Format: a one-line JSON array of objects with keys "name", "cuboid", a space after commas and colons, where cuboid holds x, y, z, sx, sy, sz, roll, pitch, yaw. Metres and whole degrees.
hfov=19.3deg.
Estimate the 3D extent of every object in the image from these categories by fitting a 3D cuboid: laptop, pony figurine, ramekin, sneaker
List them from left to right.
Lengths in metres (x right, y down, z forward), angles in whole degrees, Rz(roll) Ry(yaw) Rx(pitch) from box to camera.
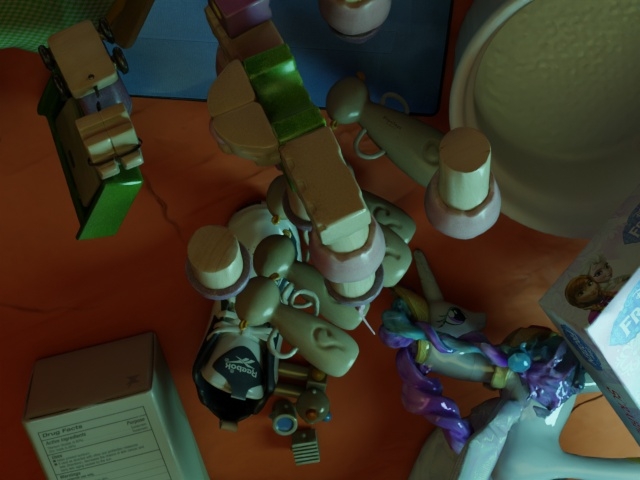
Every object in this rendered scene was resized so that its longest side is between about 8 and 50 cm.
[{"name": "sneaker", "cuboid": [-0.074, 0.089, 1.906, 0.094, 0.153, 0.235, 16, 117, -11]}, {"name": "laptop", "cuboid": [-0.050, -0.268, 1.674, 0.382, 0.408, 0.236, 3, 85, -4]}, {"name": "pony figurine", "cuboid": [0.204, 0.211, 1.946, 0.363, 0.303, 0.351, 13, 85, -5]}, {"name": "ramekin", "cuboid": [0.255, -0.153, 1.795, 0.277, 0.135, 0.277, -1, 119, -2]}]

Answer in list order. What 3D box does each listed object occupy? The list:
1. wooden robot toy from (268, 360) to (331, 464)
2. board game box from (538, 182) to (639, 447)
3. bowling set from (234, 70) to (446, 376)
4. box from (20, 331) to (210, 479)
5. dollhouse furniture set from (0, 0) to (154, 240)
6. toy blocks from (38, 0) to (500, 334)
[{"name": "wooden robot toy", "cuboid": [-0.020, 0.172, 1.995, 0.076, 0.079, 0.173, 6, 118, -5]}, {"name": "board game box", "cuboid": [0.381, 0.037, 1.771, 0.318, 0.066, 0.318, -49, 135, -9]}, {"name": "bowling set", "cuboid": [0.000, 0.000, 1.849, 0.154, 0.200, 0.287, 33, 70, -6]}, {"name": "box", "cuboid": [-0.198, 0.267, 2.017, 0.148, 0.121, 0.311, -13, 118, 5]}, {"name": "dollhouse furniture set", "cuboid": [-0.251, -0.136, 1.677, 0.198, 0.151, 0.301, -6, 151, -28]}, {"name": "toy blocks", "cuboid": [-0.035, -0.072, 1.641, 0.309, 0.288, 0.260, -24, 160, -6]}]
